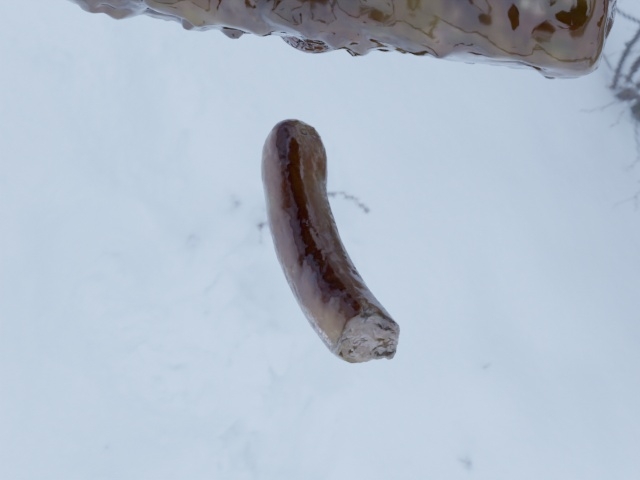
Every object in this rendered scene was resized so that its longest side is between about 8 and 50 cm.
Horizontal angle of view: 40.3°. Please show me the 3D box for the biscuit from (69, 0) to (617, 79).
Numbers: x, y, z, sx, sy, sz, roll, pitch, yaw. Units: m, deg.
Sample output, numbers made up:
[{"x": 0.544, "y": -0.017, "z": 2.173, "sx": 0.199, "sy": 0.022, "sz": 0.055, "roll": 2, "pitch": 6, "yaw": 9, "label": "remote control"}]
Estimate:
[{"x": 0.032, "y": -0.294, "z": 0.581, "sx": 0.166, "sy": 0.395, "sz": 0.342, "roll": -23, "pitch": 126, "yaw": -68, "label": "biscuit"}]

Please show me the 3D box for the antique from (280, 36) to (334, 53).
[{"x": -0.002, "y": -0.228, "z": 0.836, "sx": 0.104, "sy": 0.104, "sz": 0.104, "roll": 15, "pitch": 63, "yaw": -33, "label": "antique"}]

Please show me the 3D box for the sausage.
[{"x": -0.003, "y": 0.002, "z": 0.942, "sx": 0.076, "sy": 0.103, "sz": 0.302, "roll": 10, "pitch": 47, "yaw": -43, "label": "sausage"}]
